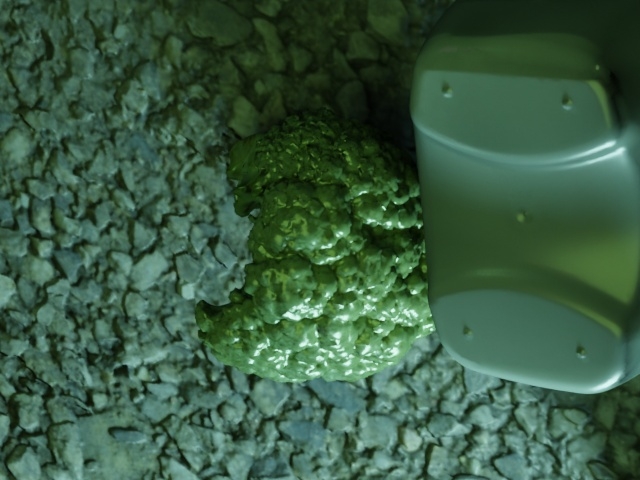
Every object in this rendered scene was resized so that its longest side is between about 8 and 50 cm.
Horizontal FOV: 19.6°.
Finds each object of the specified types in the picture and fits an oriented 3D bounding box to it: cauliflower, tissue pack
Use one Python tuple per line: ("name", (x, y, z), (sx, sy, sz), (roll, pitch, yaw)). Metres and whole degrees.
("cauliflower", (0.000, 0.000, 1.701), (0.275, 0.272, 0.250), (-51, 50, 24))
("tissue pack", (0.212, -0.061, 1.558), (0.229, 0.236, 0.333), (8, 119, 28))
